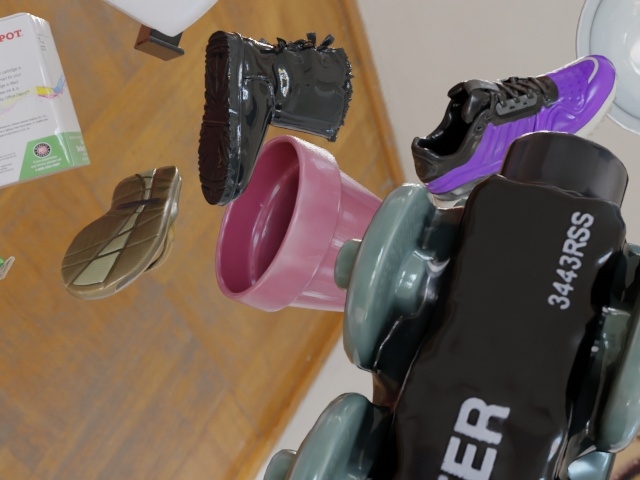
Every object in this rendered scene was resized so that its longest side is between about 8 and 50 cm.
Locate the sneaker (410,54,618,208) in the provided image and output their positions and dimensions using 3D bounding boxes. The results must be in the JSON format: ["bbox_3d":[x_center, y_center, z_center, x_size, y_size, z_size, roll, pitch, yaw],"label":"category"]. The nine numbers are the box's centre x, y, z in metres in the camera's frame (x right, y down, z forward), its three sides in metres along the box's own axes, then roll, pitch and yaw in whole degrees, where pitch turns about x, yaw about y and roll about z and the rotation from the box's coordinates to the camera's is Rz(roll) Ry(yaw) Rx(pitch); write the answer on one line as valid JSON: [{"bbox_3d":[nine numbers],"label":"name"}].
[{"bbox_3d":[0.244,-0.164,1.196,0.293,0.102,0.146,-36,124,9],"label":"sneaker"}]

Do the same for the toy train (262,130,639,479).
[{"bbox_3d":[0.054,0.125,0.367,0.190,0.142,0.334,65,43,-64],"label":"toy train"}]

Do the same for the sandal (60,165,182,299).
[{"bbox_3d":[-0.145,-0.003,0.727,0.180,0.072,0.049,-79,159,-60],"label":"sandal"}]

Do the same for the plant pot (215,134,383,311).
[{"bbox_3d":[0.000,0.000,1.077,0.180,0.201,0.201,21,87,-27],"label":"plant pot"}]

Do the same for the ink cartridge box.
[{"bbox_3d":[-0.560,-0.244,1.658,0.117,0.201,0.278,-69,144,-83],"label":"ink cartridge box"}]

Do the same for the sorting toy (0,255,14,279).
[{"bbox_3d":[-0.483,0.045,1.373,0.083,0.012,0.062,-50,-178,35],"label":"sorting toy"}]

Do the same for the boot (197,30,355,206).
[{"bbox_3d":[-0.029,-0.082,0.617,0.099,0.045,0.121,2,92,-36],"label":"boot"}]

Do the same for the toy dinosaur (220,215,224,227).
[{"bbox_3d":[-0.089,-0.054,1.801,0.296,0.200,0.127,91,0,-63],"label":"toy dinosaur"}]

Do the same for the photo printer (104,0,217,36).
[{"bbox_3d":[-0.220,-0.422,1.213,0.256,0.107,0.307,-48,144,13],"label":"photo printer"}]

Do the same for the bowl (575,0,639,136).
[{"bbox_3d":[0.521,-0.296,1.352,0.134,0.297,0.298,-49,151,-76],"label":"bowl"}]

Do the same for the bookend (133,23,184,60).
[{"bbox_3d":[-0.289,-0.436,1.772,0.072,0.156,0.157,18,88,-22],"label":"bookend"}]
